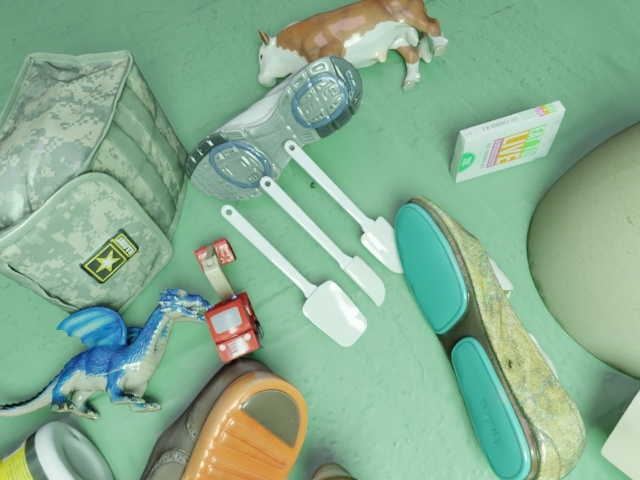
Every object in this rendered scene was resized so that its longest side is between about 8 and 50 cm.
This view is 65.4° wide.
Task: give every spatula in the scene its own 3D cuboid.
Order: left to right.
[{"bbox_3d":[0.000,0.000,0.645,0.242,0.019,0.168,44,78,-5],"label":"spatula"}]

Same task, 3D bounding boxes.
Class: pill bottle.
[{"bbox_3d":[-0.334,0.302,0.517,0.208,0.119,0.119,-39,65,-13],"label":"pill bottle"}]

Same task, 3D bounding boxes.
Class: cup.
[{"bbox_3d":[0.430,-0.026,0.548,0.331,0.237,0.331,-3,62,5],"label":"cup"}]

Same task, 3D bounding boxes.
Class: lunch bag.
[{"bbox_3d":[-0.290,-0.054,0.633,0.169,0.235,0.287,2,63,9],"label":"lunch bag"}]

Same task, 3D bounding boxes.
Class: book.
[{"bbox_3d":[0.258,-0.139,0.702,0.144,0.096,0.035,-18,62,-4],"label":"book"}]

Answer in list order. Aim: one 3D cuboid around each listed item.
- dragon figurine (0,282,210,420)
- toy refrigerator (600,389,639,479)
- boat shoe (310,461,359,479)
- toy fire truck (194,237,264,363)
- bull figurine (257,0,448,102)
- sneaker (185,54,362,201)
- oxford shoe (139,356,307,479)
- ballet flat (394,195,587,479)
[{"bbox_3d":[-0.268,0.138,0.612,0.289,0.085,0.144,-12,61,10],"label":"dragon figurine"},{"bbox_3d":[0.390,0.241,0.406,0.094,0.102,0.269,-63,34,9],"label":"toy refrigerator"},{"bbox_3d":[0.033,0.368,0.460,0.109,0.098,0.302,-9,80,-5],"label":"boat shoe"},{"bbox_3d":[-0.116,0.065,0.610,0.047,0.192,0.135,-23,91,-6],"label":"toy fire truck"},{"bbox_3d":[0.047,-0.312,0.814,0.310,0.101,0.188,-26,70,-1],"label":"bull figurine"},{"bbox_3d":[-0.066,-0.158,0.719,0.297,0.111,0.129,-29,25,19],"label":"sneaker"},{"bbox_3d":[-0.144,0.294,0.521,0.364,0.130,0.132,-57,28,-10],"label":"oxford shoe"},{"bbox_3d":[0.193,0.099,0.586,0.123,0.123,0.349,-17,61,-3],"label":"ballet flat"}]
